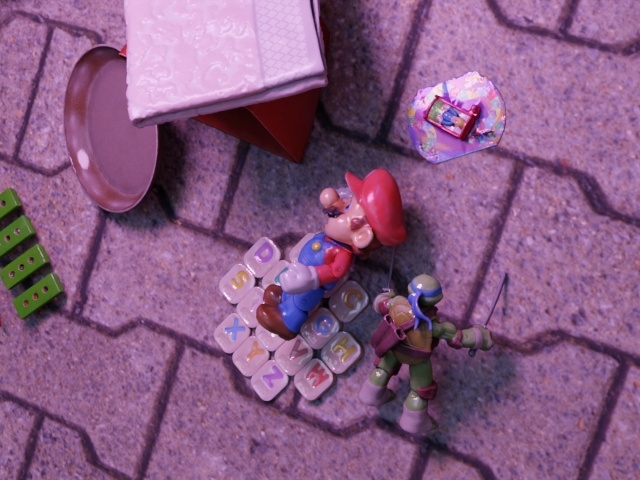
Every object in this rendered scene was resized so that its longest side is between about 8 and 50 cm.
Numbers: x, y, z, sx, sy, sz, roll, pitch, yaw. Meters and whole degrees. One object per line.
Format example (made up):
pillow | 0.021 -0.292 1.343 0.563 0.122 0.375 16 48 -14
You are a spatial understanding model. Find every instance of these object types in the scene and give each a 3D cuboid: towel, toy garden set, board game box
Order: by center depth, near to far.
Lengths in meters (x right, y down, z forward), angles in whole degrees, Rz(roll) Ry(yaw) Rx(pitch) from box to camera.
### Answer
towel | -0.156 -0.350 1.469 0.317 0.053 0.332 -11 63 7
board game box | 0.221 -0.208 1.567 0.169 0.033 0.133 -16 82 20
toy garden set | -0.637 0.051 1.899 0.204 0.049 0.244 -33 76 16

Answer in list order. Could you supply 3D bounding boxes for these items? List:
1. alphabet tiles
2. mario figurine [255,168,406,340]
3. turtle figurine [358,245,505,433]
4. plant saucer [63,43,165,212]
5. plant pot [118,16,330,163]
alphabet tiles | -0.057 0.137 1.669 0.278 0.021 0.284 -45 72 14
mario figurine | 0.000 0.000 1.550 0.320 0.170 0.198 -49 44 16
turtle figurine | 0.175 0.156 1.531 0.198 0.274 0.266 15 114 0
plant saucer | -0.379 -0.208 1.753 0.310 0.050 0.310 11 106 44
plant pot | -0.130 -0.321 1.609 0.267 0.267 0.236 26 84 22
